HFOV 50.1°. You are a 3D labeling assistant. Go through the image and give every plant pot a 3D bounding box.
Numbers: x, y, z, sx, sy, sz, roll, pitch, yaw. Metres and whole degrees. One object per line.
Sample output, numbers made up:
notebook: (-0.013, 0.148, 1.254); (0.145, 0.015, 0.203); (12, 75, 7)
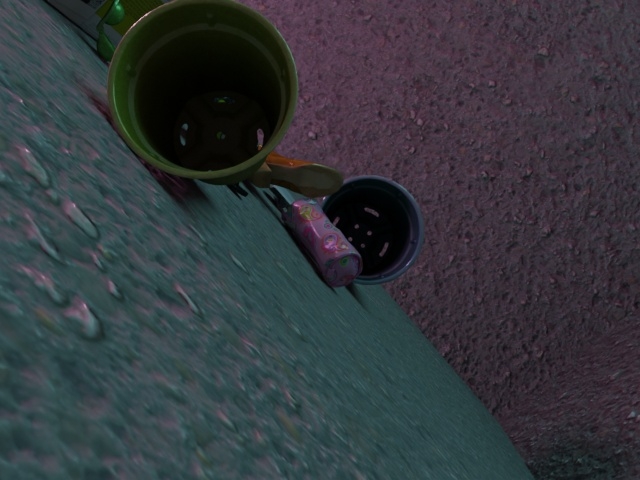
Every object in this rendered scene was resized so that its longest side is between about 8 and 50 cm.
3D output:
plant pot: (-0.172, -0.204, 1.109); (0.276, 0.276, 0.254); (50, -7, 6)
plant pot: (0.143, -0.025, 2.273); (0.341, 0.341, 0.334); (50, -3, 1)

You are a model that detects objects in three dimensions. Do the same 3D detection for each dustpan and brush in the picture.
dustpan and brush: (-0.121, -0.129, 2.173); (0.147, 0.060, 0.211); (50, 11, -17)

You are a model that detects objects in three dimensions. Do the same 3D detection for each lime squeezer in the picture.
lime squeezer: (-0.378, -0.409, 1.320); (0.059, 0.110, 0.310); (-89, -179, -69)

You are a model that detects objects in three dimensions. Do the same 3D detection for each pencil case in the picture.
pencil case: (0.000, 0.000, 1.841); (0.124, 0.124, 0.284); (45, 6, -49)

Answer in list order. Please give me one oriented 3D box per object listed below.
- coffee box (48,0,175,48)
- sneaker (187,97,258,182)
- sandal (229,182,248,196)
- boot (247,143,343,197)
coffee box: (-0.455, -0.652, 1.385); (0.337, 0.334, 0.338); (51, 5, 14)
sneaker: (-0.238, -0.252, 1.608); (0.121, 0.111, 0.300); (12, -33, 26)
sandal: (-0.221, -0.173, 1.548); (0.179, 0.040, 0.067); (49, 3, -2)
boot: (-0.100, -0.212, 1.931); (0.295, 0.104, 0.211); (1, 29, -27)
